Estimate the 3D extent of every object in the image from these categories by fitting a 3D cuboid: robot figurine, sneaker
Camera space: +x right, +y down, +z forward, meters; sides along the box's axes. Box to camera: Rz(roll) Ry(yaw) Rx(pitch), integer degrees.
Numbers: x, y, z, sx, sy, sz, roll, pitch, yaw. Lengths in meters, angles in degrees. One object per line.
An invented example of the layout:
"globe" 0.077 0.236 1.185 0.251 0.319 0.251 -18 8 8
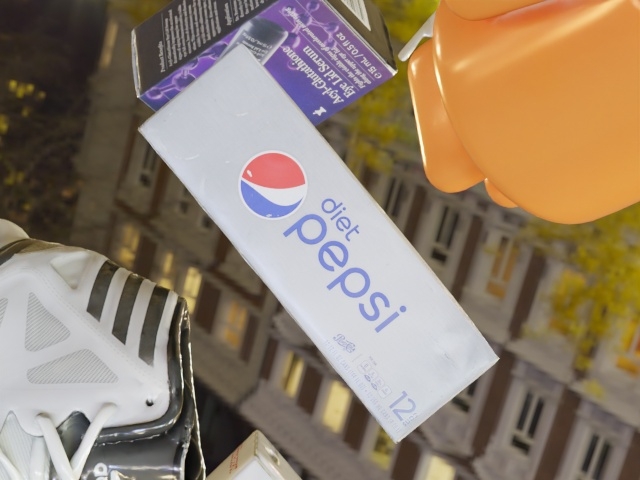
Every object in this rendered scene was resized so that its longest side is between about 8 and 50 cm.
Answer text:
"robot figurine" 0.134 -0.085 0.571 0.158 0.219 0.128 47 -137 -18
"sneaker" -0.233 0.149 0.912 0.257 0.169 0.447 11 -139 24

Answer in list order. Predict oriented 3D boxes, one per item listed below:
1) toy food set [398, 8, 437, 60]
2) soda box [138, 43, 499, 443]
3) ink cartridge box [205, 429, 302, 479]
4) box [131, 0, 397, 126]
"toy food set" 0.119 -0.119 1.016 0.122 0.078 0.019 41 -175 8
"soda box" 0.000 0.000 0.990 0.286 0.098 0.091 50 -178 -2
"ink cartridge box" -0.104 0.281 1.212 0.092 0.219 0.160 47 179 -2
"box" -0.057 -0.183 1.339 0.153 0.207 0.108 38 -151 -40
